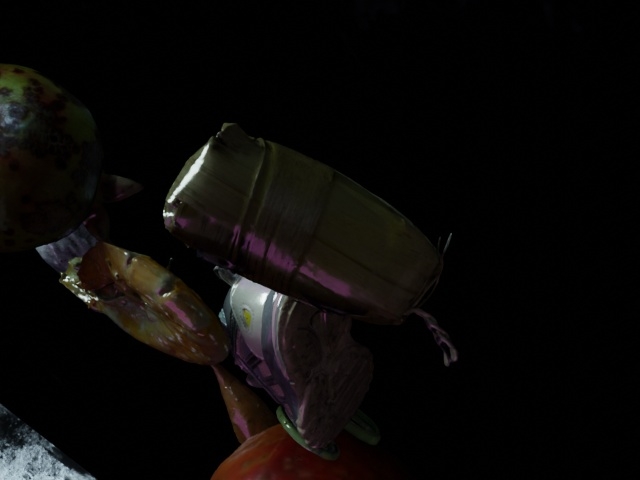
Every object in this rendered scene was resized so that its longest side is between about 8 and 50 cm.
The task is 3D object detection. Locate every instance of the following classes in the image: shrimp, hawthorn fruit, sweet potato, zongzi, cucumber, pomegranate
[{"bbox_3d":[-0.141,0.035,0.788,0.217,0.051,0.115,18,142,50],"label":"shrimp"},{"bbox_3d":[0.001,0.287,0.918,0.258,0.258,0.262,45,177,-14],"label":"hawthorn fruit"},{"bbox_3d":[-0.065,0.201,1.109,0.195,0.056,0.056,52,155,-13],"label":"sweet potato"},{"bbox_3d":[0.000,0.000,0.650,0.189,0.081,0.178,26,179,-3],"label":"zongzi"},{"bbox_3d":[-0.224,0.018,1.003,0.064,0.064,0.112,11,146,48],"label":"cucumber"},{"bbox_3d":[-0.226,-0.049,0.787,0.148,0.148,0.169,22,158,35],"label":"pomegranate"}]

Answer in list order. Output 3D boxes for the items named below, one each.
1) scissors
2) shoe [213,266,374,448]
[{"bbox_3d":[-0.036,0.119,0.891,0.187,0.020,0.133,40,-167,22],"label":"scissors"},{"bbox_3d":[-0.025,0.082,0.781,0.092,0.089,0.180,23,149,32],"label":"shoe"}]
